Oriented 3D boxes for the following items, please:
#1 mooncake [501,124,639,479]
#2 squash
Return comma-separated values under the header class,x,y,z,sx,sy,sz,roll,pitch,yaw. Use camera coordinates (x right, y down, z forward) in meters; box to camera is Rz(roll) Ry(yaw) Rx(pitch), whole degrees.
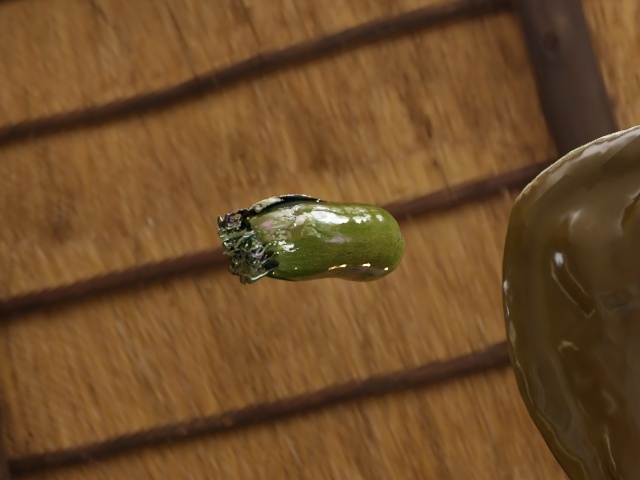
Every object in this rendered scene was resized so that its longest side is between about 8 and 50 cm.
class,x,y,z,sx,sy,sz,roll,pitch,yaw
mooncake,0.199,0.036,0.785,0.235,0.235,0.117,6,-167,31
squash,0.000,0.000,0.889,0.052,0.183,0.052,-1,-93,30
